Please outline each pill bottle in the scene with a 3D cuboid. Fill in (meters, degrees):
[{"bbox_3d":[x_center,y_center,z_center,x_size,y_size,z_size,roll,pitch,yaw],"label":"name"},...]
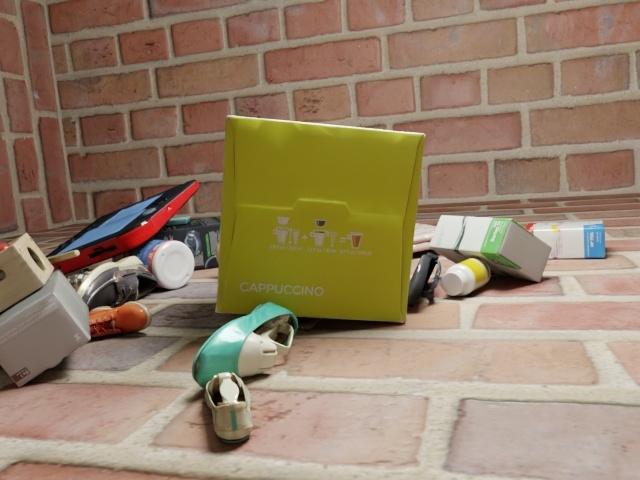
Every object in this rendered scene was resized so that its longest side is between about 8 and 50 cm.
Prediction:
[{"bbox_3d":[-0.442,0.058,1.561,0.222,0.124,0.124,1,10,39],"label":"pill bottle"},{"bbox_3d":[0.292,0.076,1.220,0.065,0.065,0.116,2,10,38],"label":"pill bottle"}]

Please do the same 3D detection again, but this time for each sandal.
[{"bbox_3d":[0.219,0.074,1.216,0.055,0.097,0.254,25,17,13],"label":"sandal"}]

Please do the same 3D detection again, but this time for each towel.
[{"bbox_3d":[0.196,0.002,1.772,0.317,0.053,0.332,-11,9,-15],"label":"towel"}]

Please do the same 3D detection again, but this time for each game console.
[{"bbox_3d":[-0.552,-0.041,1.651,0.387,0.060,0.342,-17,25,25],"label":"game console"}]

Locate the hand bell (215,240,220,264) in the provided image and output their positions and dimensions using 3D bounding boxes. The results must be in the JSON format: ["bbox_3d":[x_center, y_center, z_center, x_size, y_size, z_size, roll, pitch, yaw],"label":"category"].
[{"bbox_3d":[-0.197,0.076,1.481,0.126,0.126,0.242,-6,21,-7],"label":"hand bell"}]

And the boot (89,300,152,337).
[{"bbox_3d":[-0.389,0.155,1.116,0.158,0.059,0.085,-10,8,25],"label":"boot"}]

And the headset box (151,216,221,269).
[{"bbox_3d":[-0.434,0.015,1.831,0.283,0.131,0.246,-7,9,-18],"label":"headset box"}]

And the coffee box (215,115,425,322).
[{"bbox_3d":[-0.018,-0.050,1.158,0.338,0.337,0.334,4,8,-7],"label":"coffee box"}]

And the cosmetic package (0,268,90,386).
[{"bbox_3d":[-0.461,0.135,0.994,0.127,0.107,0.238,-35,15,-16],"label":"cosmetic package"}]

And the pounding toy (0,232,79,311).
[{"bbox_3d":[-0.528,0.037,1.053,0.181,0.094,0.206,-34,18,-9],"label":"pounding toy"}]

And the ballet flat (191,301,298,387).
[{"bbox_3d":[-0.093,0.151,0.888,0.087,0.083,0.247,12,15,16],"label":"ballet flat"}]

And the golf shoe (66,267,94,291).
[{"bbox_3d":[-0.572,0.115,1.468,0.094,0.077,0.198,-25,12,-37],"label":"golf shoe"}]

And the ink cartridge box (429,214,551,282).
[{"bbox_3d":[0.366,0.015,1.317,0.153,0.086,0.208,28,-11,-31],"label":"ink cartridge box"}]

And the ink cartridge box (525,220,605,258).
[{"bbox_3d":[0.597,-0.002,1.535,0.231,0.077,0.134,-2,9,23],"label":"ink cartridge box"}]

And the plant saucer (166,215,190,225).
[{"bbox_3d":[-0.488,-0.051,1.803,0.192,0.018,0.067,-6,9,-4],"label":"plant saucer"}]

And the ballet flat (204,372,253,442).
[{"bbox_3d":[-0.109,0.186,0.726,0.057,0.052,0.168,-7,8,-17],"label":"ballet flat"}]

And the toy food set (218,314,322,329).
[{"bbox_3d":[-0.086,0.131,1.140,0.192,0.038,0.132,-1,9,24],"label":"toy food set"}]

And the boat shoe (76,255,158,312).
[{"bbox_3d":[-0.445,0.107,1.329,0.092,0.102,0.285,29,12,2],"label":"boat shoe"}]
